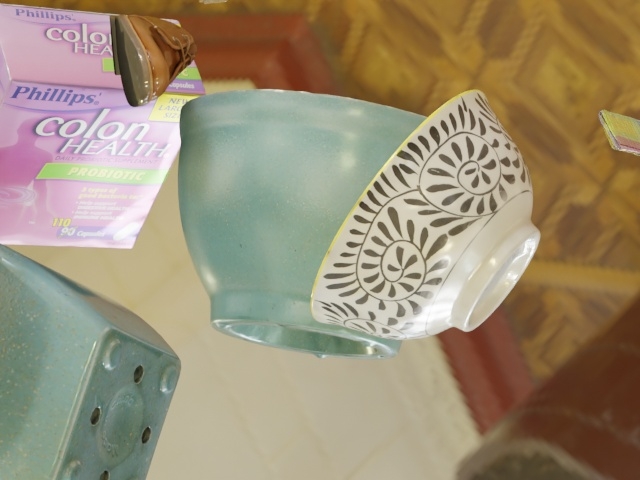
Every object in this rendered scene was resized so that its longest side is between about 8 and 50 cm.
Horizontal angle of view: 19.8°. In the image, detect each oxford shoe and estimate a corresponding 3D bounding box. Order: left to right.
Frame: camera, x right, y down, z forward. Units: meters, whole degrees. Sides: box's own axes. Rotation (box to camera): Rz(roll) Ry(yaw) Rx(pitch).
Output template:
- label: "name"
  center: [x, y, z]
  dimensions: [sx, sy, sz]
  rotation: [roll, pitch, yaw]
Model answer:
- label: "oxford shoe"
  center: [-0.146, -0.169, 1.637]
  dimensions: [0.212, 0.076, 0.076]
  rotation: [-116, 23, -71]

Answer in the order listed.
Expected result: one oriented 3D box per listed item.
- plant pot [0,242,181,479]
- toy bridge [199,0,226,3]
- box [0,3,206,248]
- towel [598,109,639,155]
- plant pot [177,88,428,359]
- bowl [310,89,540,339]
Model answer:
- label: "plant pot"
  center: [-0.271, 0.129, 1.567]
  dimensions: [0.252, 0.247, 0.248]
  rotation: [14, 170, 26]
- label: "toy bridge"
  center: [-0.077, -0.288, 1.846]
  dimensions: [0.063, 0.188, 0.026]
  rotation: [-1, 123, 37]
- label: "box"
  center: [-0.268, -0.114, 1.920]
  dimensions: [0.243, 0.214, 0.117]
  rotation: [-60, 39, 39]
- label: "towel"
  center: [0.290, -0.090, 1.643]
  dimensions: [0.083, 0.060, 0.009]
  rotation: [14, 123, -22]
- label: "plant pot"
  center: [0.000, 0.000, 1.672]
  dimensions: [0.293, 0.196, 0.293]
  rotation: [9, 170, 2]
- label: "bowl"
  center: [0.077, 0.002, 1.089]
  dimensions: [0.080, 0.170, 0.170]
  rotation: [37, 148, 16]
